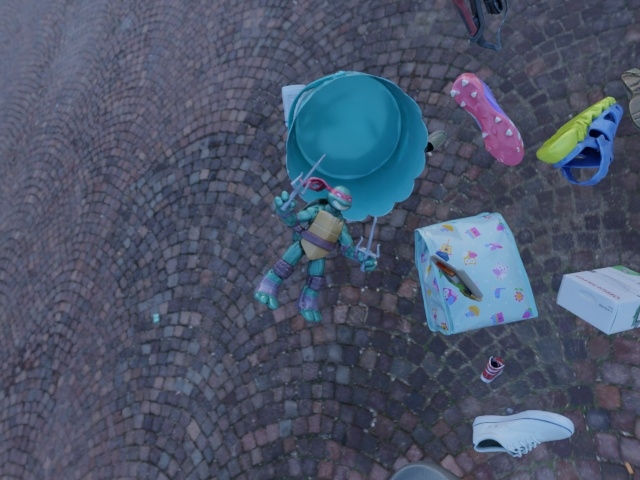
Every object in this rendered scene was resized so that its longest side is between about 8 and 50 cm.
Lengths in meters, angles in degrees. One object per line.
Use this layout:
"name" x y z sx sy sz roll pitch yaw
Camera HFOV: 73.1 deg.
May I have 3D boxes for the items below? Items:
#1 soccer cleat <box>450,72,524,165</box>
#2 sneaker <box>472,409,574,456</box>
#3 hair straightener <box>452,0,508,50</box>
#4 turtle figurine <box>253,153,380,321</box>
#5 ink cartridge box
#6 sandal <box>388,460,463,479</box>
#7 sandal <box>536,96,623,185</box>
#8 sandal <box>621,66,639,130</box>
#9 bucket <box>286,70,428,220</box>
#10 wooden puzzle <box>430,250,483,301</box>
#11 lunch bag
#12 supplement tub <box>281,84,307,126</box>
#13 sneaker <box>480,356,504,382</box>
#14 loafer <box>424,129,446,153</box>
"soccer cleat" 0.405 -0.291 1.021 0.248 0.095 0.083 52 142 0
"sneaker" 0.497 0.490 1.073 0.258 0.094 0.091 -33 21 45
"hair straightener" 0.238 -0.373 0.637 0.089 0.230 0.047 -38 45 18
"turtle figurine" 0.000 0.000 0.644 0.175 0.118 0.234 26 102 -7
"ink cartridge box" 0.754 0.146 1.107 0.160 0.219 0.093 -132 40 -60
"sandal" 0.103 0.187 0.242 0.090 0.060 0.219 -48 24 -15
"sandal" 0.629 -0.227 1.013 0.317 0.126 0.138 -38 86 -29
"sandal" 0.592 -0.252 0.784 0.072 0.049 0.180 -7 47 25
"bucket" 0.062 -0.199 0.862 0.281 0.281 0.183 -36 24 16
"wooden puzzle" 0.199 0.055 0.638 0.014 0.116 0.078 -45 18 -4
"lunch bag" 0.352 0.073 1.027 0.223 0.160 0.262 -11 81 -4
"supplement tub" -0.069 -0.374 1.205 0.071 0.071 0.107 2 105 31
"sneaker" 0.500 0.352 1.227 0.042 0.118 0.067 34 125 29
"loafer" 0.407 -0.352 1.583 0.148 0.056 0.050 -36 28 -4
